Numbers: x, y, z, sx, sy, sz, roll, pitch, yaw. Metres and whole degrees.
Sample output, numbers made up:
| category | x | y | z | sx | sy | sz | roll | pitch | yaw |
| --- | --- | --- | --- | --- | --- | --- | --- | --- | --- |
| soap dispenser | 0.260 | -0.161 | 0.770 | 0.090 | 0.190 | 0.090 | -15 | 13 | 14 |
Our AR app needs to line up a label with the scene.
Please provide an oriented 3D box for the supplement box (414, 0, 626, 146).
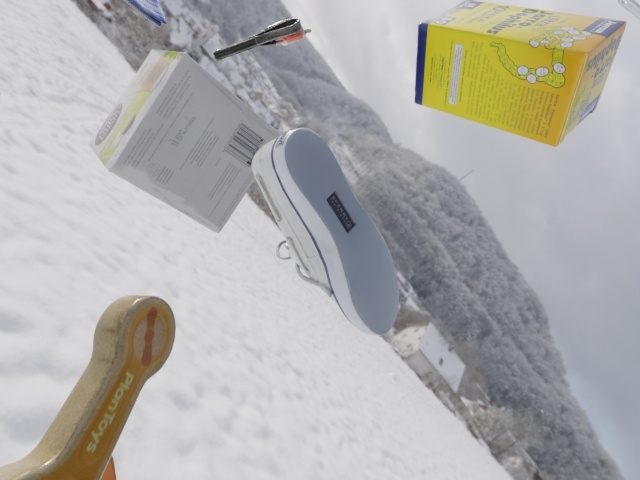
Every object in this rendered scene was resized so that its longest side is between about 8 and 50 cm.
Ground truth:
| category | x | y | z | sx | sy | sz | roll | pitch | yaw |
| --- | --- | --- | --- | --- | --- | --- | --- | --- | --- |
| supplement box | 0.413 | -0.382 | 0.963 | 0.357 | 0.194 | 0.195 | 31 | -35 | 33 |

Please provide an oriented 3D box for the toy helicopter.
| category | x | y | z | sx | sy | sz | roll | pitch | yaw |
| --- | --- | --- | --- | --- | --- | --- | --- | --- | --- |
| toy helicopter | -0.206 | 0.211 | 0.364 | 0.234 | 0.140 | 0.354 | 65 | 33 | -46 |

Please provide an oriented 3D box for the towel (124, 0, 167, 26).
| category | x | y | z | sx | sy | sz | roll | pitch | yaw |
| --- | --- | --- | --- | --- | --- | --- | --- | --- | --- |
| towel | -0.488 | -0.726 | 1.060 | 0.243 | 0.040 | 0.335 | -1 | 74 | -75 |

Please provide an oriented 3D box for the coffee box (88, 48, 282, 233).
| category | x | y | z | sx | sy | sz | roll | pitch | yaw |
| --- | --- | --- | --- | --- | --- | --- | --- | --- | --- |
| coffee box | -0.385 | -0.285 | 1.237 | 0.338 | 0.337 | 0.334 | 34 | 0 | -41 |

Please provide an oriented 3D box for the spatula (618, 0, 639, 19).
| category | x | y | z | sx | sy | sz | roll | pitch | yaw |
| --- | --- | --- | --- | --- | --- | --- | --- | --- | --- |
| spatula | 0.580 | -0.321 | 0.639 | 0.242 | 0.019 | 0.168 | 40 | -5 | 0 |

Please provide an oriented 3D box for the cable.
| category | x | y | z | sx | sy | sz | roll | pitch | yaw |
| --- | --- | --- | --- | --- | --- | --- | --- | --- | --- |
| cable | -0.157 | -0.556 | 1.239 | 0.139 | 0.287 | 0.072 | 35 | -26 | 53 |

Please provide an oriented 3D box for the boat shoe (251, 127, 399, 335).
| category | x | y | z | sx | sy | sz | roll | pitch | yaw |
| --- | --- | --- | --- | --- | --- | --- | --- | --- | --- |
| boat shoe | -0.006 | 0.004 | 0.727 | 0.157 | 0.136 | 0.366 | -7 | -59 | 48 |
